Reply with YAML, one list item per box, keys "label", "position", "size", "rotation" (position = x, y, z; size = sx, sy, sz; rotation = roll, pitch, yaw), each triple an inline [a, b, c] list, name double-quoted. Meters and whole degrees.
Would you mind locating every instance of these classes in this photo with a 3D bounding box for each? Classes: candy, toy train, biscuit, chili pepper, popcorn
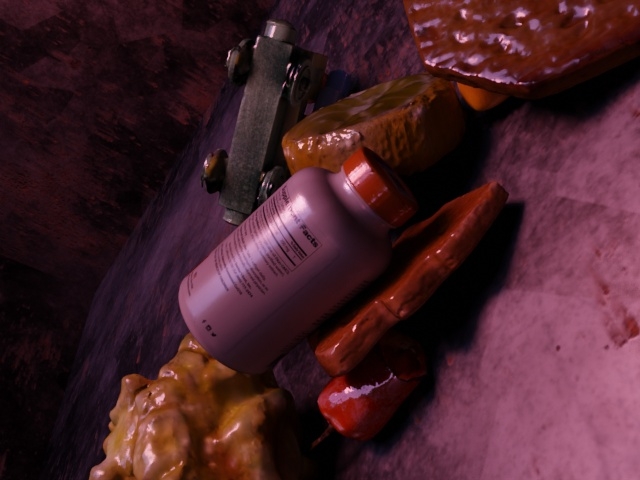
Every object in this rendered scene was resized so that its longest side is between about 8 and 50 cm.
- label: "candy"
  position: [0.075, -0.145, 0.929]
  size: [0.259, 0.118, 0.260]
  rotation: [-19, 22, 8]
- label: "toy train"
  position: [-0.101, -0.225, 1.321]
  size: [0.253, 0.160, 0.397]
  rotation: [-42, -32, -73]
- label: "biscuit"
  position: [0.102, 0.041, 0.802]
  size: [0.306, 0.043, 0.284]
  rotation: [-41, 7, 24]
- label: "chili pepper"
  position: [0.043, 0.190, 0.788]
  size: [0.192, 0.084, 0.086]
  rotation: [-50, -18, 19]
- label: "biscuit"
  position: [0.256, -0.317, 0.760]
  size: [0.359, 0.046, 0.359]
  rotation: [-15, 62, 30]
- label: "popcorn"
  position: [-0.150, 0.288, 0.852]
  size: [0.279, 0.274, 0.335]
  rotation: [-45, 28, 42]

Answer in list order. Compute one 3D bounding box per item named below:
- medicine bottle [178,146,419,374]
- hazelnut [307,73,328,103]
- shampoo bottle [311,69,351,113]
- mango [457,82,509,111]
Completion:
- label: "medicine bottle"
  position: [-0.022, 0.019, 0.799]
  size: [0.288, 0.157, 0.157]
  rotation: [-41, 28, 17]
- label: "hazelnut"
  position: [-0.016, -0.358, 1.556]
  size: [0.086, 0.086, 0.086]
  rotation: [-47, 27, 33]
- label: "shampoo bottle"
  position: [0.008, -0.227, 1.335]
  size: [0.104, 0.061, 0.258]
  rotation: [81, -157, -62]
- label: "mango"
  position: [0.228, -0.271, 0.860]
  size: [0.141, 0.102, 0.217]
  rotation: [15, 88, 36]
